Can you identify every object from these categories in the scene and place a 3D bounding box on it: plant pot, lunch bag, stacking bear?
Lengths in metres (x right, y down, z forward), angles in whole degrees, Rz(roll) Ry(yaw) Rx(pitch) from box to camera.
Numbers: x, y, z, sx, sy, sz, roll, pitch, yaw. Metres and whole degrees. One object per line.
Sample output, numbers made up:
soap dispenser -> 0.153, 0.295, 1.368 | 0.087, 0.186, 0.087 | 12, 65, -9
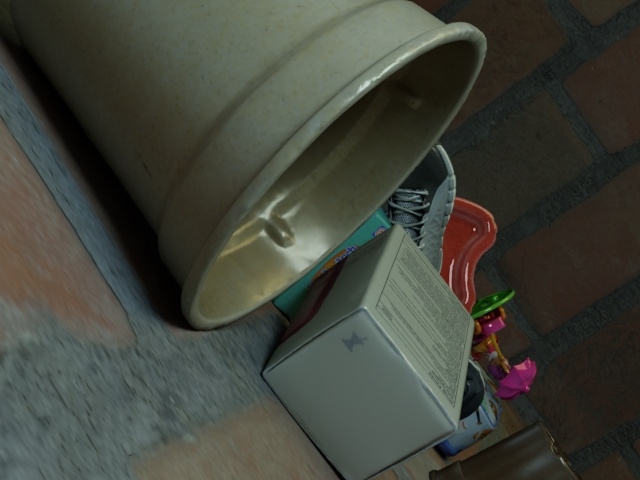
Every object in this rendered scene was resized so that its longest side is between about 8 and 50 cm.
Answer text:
plant pot -> -0.084, -0.148, 0.847 | 0.305, 0.334, 0.334 | 46, 6, 12
lunch bag -> 0.186, 0.208, 1.615 | 0.243, 0.115, 0.303 | 53, 8, 2
stacking bear -> 0.118, 0.037, 1.513 | 0.164, 0.175, 0.289 | 25, -17, -12
plant pot -> 0.258, 0.334, 1.308 | 0.167, 0.165, 0.167 | 53, 9, -12

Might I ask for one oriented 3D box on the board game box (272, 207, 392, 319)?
board game box -> -0.007, -0.021, 1.204 | 0.047, 0.160, 0.210 | 42, 13, -34

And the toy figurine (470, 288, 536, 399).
toy figurine -> 0.273, 0.177, 1.575 | 0.159, 0.130, 0.173 | 64, -15, -1

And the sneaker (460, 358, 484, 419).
sneaker -> 0.123, 0.188, 1.264 | 0.321, 0.126, 0.127 | 32, 16, -42

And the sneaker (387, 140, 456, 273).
sneaker -> 0.109, -0.006, 1.176 | 0.132, 0.086, 0.229 | -62, 152, -52

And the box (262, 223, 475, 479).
box -> 0.057, 0.106, 0.992 | 0.149, 0.126, 0.232 | 52, 22, -8
